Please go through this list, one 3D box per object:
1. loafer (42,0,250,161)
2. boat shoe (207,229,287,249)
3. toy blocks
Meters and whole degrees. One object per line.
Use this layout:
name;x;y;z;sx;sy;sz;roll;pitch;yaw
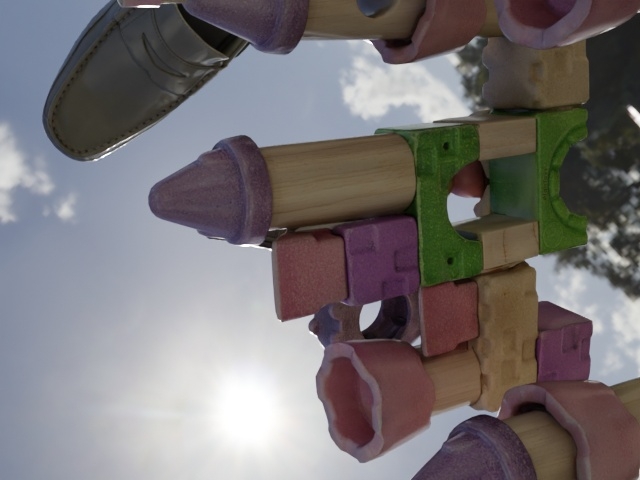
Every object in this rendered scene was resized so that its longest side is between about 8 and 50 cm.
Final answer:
loafer;-0.125;-0.188;0.804;0.112;0.319;0.111;42;-170;-21
boat shoe;0.000;0.000;0.912;0.285;0.092;0.103;24;178;-42
toy blocks;0.026;-0.020;0.496;0.260;0.288;0.309;-10;-166;-27
